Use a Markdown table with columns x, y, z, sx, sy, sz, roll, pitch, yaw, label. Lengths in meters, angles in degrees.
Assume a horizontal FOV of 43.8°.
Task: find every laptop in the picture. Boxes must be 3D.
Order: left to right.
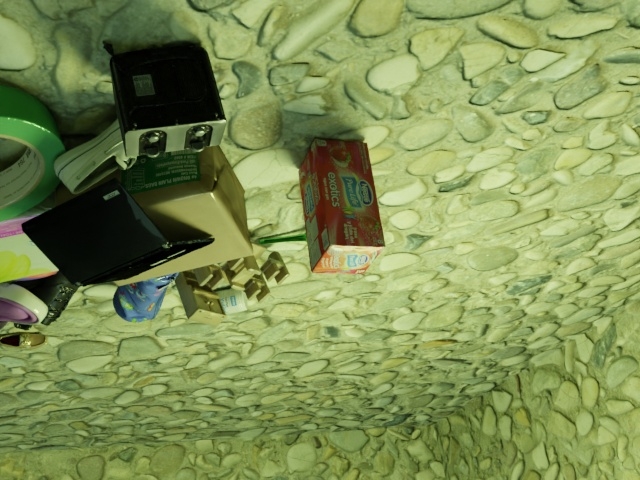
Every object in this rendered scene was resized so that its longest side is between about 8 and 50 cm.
| x | y | z | sx | sy | sz | roll | pitch | yaw | label |
| --- | --- | --- | --- | --- | --- | --- | --- | --- | --- |
| -0.378 | -0.012 | 1.519 | 0.234 | 0.136 | 0.264 | -21 | 175 | 22 | laptop |

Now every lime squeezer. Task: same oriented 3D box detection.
| x | y | z | sx | sy | sz | roll | pitch | yaw | label |
| --- | --- | --- | --- | --- | --- | --- | --- | --- | --- |
| 0.000 | 0.000 | 1.937 | 0.310 | 0.058 | 0.110 | 2 | -151 | 37 | lime squeezer |

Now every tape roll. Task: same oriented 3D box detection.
| x | y | z | sx | sy | sz | roll | pitch | yaw | label |
| --- | --- | --- | --- | --- | --- | --- | --- | --- | --- |
| -0.614 | -0.139 | 1.395 | 0.321 | 0.077 | 0.321 | -22 | 157 | -10 | tape roll |

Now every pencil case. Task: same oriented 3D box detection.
| x | y | z | sx | sy | sz | roll | pitch | yaw | label |
| --- | --- | --- | --- | --- | --- | --- | --- | --- | --- |
| -0.425 | 0.101 | 1.959 | 0.119 | 0.133 | 0.306 | -29 | 167 | -34 | pencil case |

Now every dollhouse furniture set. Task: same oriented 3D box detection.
| x | y | z | sx | sy | sz | roll | pitch | yaw | label |
| --- | --- | --- | --- | --- | --- | --- | --- | --- | --- |
| -0.244 | 0.071 | 1.989 | 0.242 | 0.161 | 0.212 | -44 | 141 | 21 | dollhouse furniture set |

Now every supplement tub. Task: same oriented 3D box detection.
| x | y | z | sx | sy | sz | roll | pitch | yaw | label |
| --- | --- | --- | --- | --- | --- | --- | --- | --- | --- |
| -0.262 | 0.171 | 2.219 | 0.107 | 0.071 | 0.071 | -12 | 153 | 3 | supplement tub |

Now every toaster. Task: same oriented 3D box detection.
| x | y | z | sx | sy | sz | roll | pitch | yaw | label |
| --- | --- | --- | --- | --- | --- | --- | --- | --- | --- |
| -0.260 | -0.235 | 1.324 | 0.168 | 0.185 | 0.110 | -10 | 157 | -18 | toaster |

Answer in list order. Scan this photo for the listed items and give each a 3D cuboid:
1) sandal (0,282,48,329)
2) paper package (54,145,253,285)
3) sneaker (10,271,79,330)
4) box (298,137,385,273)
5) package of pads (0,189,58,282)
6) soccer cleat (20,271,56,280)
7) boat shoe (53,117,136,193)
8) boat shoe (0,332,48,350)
| x | y | z | sx | sy | sz | roll | pitch | yaw | label |
| --- | --- | --- | --- | --- | --- | --- | --- | --- | --- |
| -0.815 | 0.173 | 1.886 | 0.416 | 0.102 | 0.169 | -11 | 134 | 39 | sandal |
| -0.334 | -0.061 | 1.632 | 0.325 | 0.168 | 0.309 | -13 | 153 | 7 | paper package |
| -0.649 | 0.134 | 1.945 | 0.286 | 0.130 | 0.109 | -28 | 147 | 29 | sneaker |
| 0.039 | -0.070 | 1.643 | 0.123 | 0.256 | 0.128 | 2 | 151 | -19 | box |
| -0.662 | -0.006 | 1.635 | 0.297 | 0.101 | 0.229 | -12 | 149 | -15 | package of pads |
| -0.745 | 0.054 | 1.787 | 0.318 | 0.108 | 0.116 | -4 | 159 | -17 | soccer cleat |
| -0.368 | -0.160 | 1.446 | 0.226 | 0.075 | 0.083 | -34 | 163 | -4 | boat shoe |
| -0.845 | 0.287 | 2.261 | 0.135 | 0.050 | 0.045 | -6 | 158 | -8 | boat shoe |
